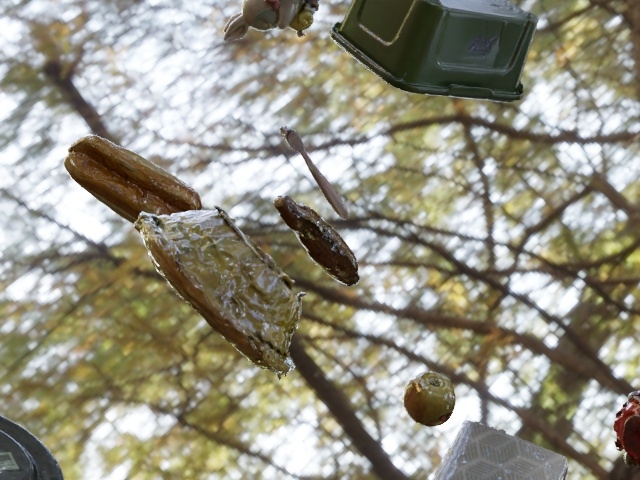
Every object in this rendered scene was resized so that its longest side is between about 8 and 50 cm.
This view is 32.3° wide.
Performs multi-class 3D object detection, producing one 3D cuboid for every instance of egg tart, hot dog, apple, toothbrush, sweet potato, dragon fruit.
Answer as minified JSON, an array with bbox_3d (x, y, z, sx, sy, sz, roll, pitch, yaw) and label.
[{"bbox_3d":[-0.120,0.051,1.516,0.315,0.120,0.315,48,-1,1],"label":"egg tart"},{"bbox_3d":[-0.292,-0.079,1.757,0.249,0.102,0.076,30,-16,-18],"label":"hot dog"},{"bbox_3d":[0.160,0.229,1.609,0.084,0.084,0.071,38,-54,21],"label":"apple"},{"bbox_3d":[-0.007,-0.119,2.022,0.029,0.025,0.307,42,-6,36],"label":"toothbrush"},{"bbox_3d":[-0.001,0.000,1.522,0.057,0.057,0.264,26,-13,37],"label":"sweet potato"},{"bbox_3d":[0.607,0.337,1.941,0.160,0.172,0.166,-48,-121,41],"label":"dragon fruit"}]

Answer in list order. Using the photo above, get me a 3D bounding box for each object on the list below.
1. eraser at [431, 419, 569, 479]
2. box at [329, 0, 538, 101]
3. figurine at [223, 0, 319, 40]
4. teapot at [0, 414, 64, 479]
[{"bbox_3d":[0.066,0.292,0.758,0.098,0.404,0.096,20,-52,17],"label":"eraser"},{"bbox_3d":[0.214,-0.374,1.975,0.253,0.329,0.177,43,-58,42],"label":"box"},{"bbox_3d":[-0.090,-0.492,2.315,0.155,0.235,0.127,23,27,-32],"label":"figurine"},{"bbox_3d":[-0.457,0.374,1.335,0.239,0.239,0.321,20,19,-23],"label":"teapot"}]
